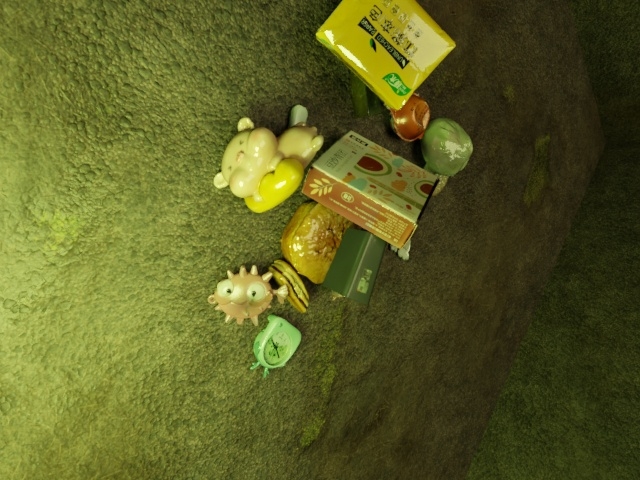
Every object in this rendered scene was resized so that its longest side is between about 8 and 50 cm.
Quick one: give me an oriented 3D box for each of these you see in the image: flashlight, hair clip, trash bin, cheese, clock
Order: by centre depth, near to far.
[{"bbox_3d":[0.121,0.083,1.475,0.115,0.165,0.225,23,86,-28],"label":"trash bin"},{"bbox_3d":[-0.092,-0.375,1.507,0.093,0.047,0.200,14,86,-34],"label":"flashlight"},{"bbox_3d":[-0.173,0.385,1.558,0.159,0.066,0.211,48,68,-35],"label":"clock"},{"bbox_3d":[0.347,-0.543,1.798,0.329,0.129,0.217,30,77,-38],"label":"cheese"},{"bbox_3d":[0.369,0.012,1.969,0.172,0.049,0.116,34,80,-42],"label":"hair clip"}]

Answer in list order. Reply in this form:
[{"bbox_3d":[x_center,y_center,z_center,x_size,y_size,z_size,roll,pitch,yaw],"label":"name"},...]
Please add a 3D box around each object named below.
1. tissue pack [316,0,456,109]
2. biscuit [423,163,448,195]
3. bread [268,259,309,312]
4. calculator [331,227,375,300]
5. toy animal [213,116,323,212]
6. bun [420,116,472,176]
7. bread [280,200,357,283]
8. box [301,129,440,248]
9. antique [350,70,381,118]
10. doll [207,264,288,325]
[{"bbox_3d":[0.214,-0.680,1.474,0.382,0.228,0.293,38,102,-17],"label":"tissue pack"},{"bbox_3d":[0.544,-0.315,2.065,0.265,0.040,0.188,-38,120,-31],"label":"biscuit"},{"bbox_3d":[-0.106,0.163,1.543,0.077,0.116,0.200,-42,122,-20],"label":"bread"},{"bbox_3d":[0.129,0.088,1.677,0.048,0.220,0.329,30,81,-8],"label":"calculator"},{"bbox_3d":[-0.166,-0.259,1.319,0.247,0.277,0.345,39,91,-21],"label":"toy animal"},{"bbox_3d":[0.587,-0.436,1.955,0.283,0.179,0.283,14,68,-38],"label":"bun"},{"bbox_3d":[0.004,-0.004,1.579,0.312,0.172,0.312,-12,110,-37],"label":"bread"},{"bbox_3d":[0.186,-0.192,1.498,0.344,0.385,0.122,-52,169,-49],"label":"box"},{"bbox_3d":[0.170,-0.592,1.671,0.080,0.081,0.220,-23,111,-37],"label":"antique"},{"bbox_3d":[-0.237,0.181,1.427,0.262,0.093,0.211,4,105,-15],"label":"doll"}]
